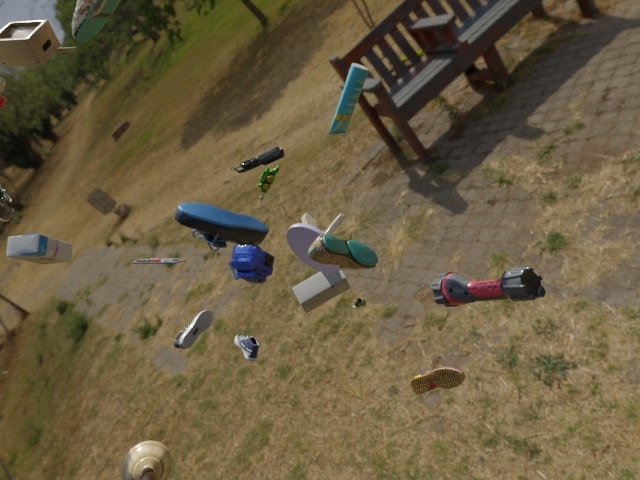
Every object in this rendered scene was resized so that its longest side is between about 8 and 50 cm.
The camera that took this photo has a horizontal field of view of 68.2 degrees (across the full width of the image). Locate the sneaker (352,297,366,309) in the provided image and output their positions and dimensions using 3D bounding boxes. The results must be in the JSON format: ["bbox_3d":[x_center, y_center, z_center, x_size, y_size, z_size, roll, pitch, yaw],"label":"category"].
[{"bbox_3d":[0.144,0.221,1.688,0.083,0.031,0.035,-18,-49,-62],"label":"sneaker"}]

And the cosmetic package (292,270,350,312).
[{"bbox_3d":[0.003,0.217,2.147,0.237,0.127,0.107,-33,60,-4],"label":"cosmetic package"}]

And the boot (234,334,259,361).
[{"bbox_3d":[-0.327,0.460,2.144,0.190,0.069,0.086,37,112,49],"label":"boot"}]

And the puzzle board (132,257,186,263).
[{"bbox_3d":[-0.483,0.061,1.423,0.128,0.011,0.096,0,3,4],"label":"puzzle board"}]

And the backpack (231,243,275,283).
[{"bbox_3d":[-0.200,0.066,1.377,0.097,0.120,0.101,-6,63,23],"label":"backpack"}]

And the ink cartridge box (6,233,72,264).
[{"bbox_3d":[-0.709,0.024,1.201,0.088,0.122,0.052,-5,78,9],"label":"ink cartridge box"}]

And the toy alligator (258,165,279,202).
[{"bbox_3d":[-0.216,-0.222,1.824,0.190,0.051,0.056,-54,19,39],"label":"toy alligator"}]

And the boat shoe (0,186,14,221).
[{"bbox_3d":[-0.945,-0.127,1.351,0.079,0.095,0.254,-48,-9,-14],"label":"boat shoe"}]

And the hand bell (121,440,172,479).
[{"bbox_3d":[-0.410,0.556,1.118,0.126,0.126,0.242,-57,8,-24],"label":"hand bell"}]

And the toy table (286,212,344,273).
[{"bbox_3d":[0.000,0.000,2.037,0.252,0.274,0.161,-33,15,35],"label":"toy table"}]

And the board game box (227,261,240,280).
[{"bbox_3d":[-0.375,0.131,2.217,0.090,0.090,0.020,-22,-3,-23],"label":"board game box"}]

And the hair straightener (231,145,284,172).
[{"bbox_3d":[-0.260,-0.320,1.871,0.230,0.089,0.047,-16,79,17],"label":"hair straightener"}]

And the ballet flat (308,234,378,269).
[{"bbox_3d":[0.048,0.033,1.071,0.067,0.206,0.073,-35,54,30],"label":"ballet flat"}]

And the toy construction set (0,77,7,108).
[{"bbox_3d":[-0.920,-0.350,1.096,0.151,0.327,0.215,135,152,-58],"label":"toy construction set"}]

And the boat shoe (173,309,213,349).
[{"bbox_3d":[-0.340,0.235,1.262,0.040,0.049,0.142,-11,24,28],"label":"boat shoe"}]

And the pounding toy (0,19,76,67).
[{"bbox_3d":[-0.751,-0.512,1.245,0.130,0.100,0.141,0,49,6],"label":"pounding toy"}]

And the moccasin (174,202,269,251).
[{"bbox_3d":[-0.300,-0.022,1.461,0.138,0.341,0.117,45,110,40],"label":"moccasin"}]

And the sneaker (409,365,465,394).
[{"bbox_3d":[0.365,0.422,1.458,0.185,0.070,0.083,-24,-10,34],"label":"sneaker"}]

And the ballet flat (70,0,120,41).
[{"bbox_3d":[-0.568,-0.600,1.197,0.240,0.077,0.091,-23,9,36],"label":"ballet flat"}]

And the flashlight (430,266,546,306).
[{"bbox_3d":[0.436,0.122,1.277,0.103,0.103,0.304,-11,-5,-30],"label":"flashlight"}]

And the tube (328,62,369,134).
[{"bbox_3d":[0.081,-0.406,1.378,0.052,0.080,0.207,44,128,32],"label":"tube"}]
